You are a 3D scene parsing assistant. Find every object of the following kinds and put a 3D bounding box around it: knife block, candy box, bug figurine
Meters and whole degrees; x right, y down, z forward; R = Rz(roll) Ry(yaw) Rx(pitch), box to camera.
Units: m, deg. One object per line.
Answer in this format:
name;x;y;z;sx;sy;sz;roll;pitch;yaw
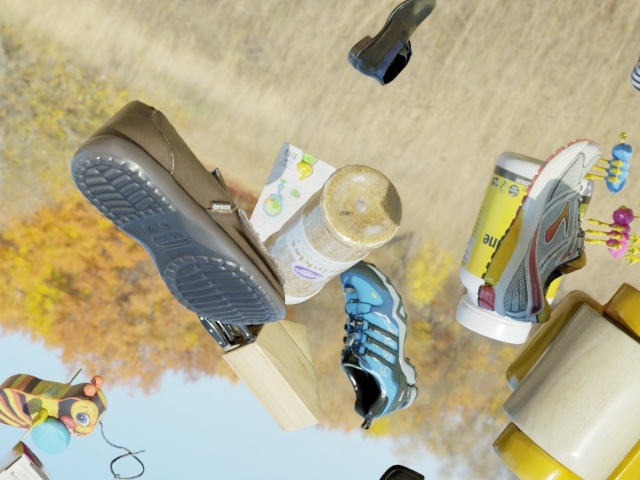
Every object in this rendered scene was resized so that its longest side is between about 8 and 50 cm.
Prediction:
knife block;-0.121;0.218;1.788;0.088;0.275;0.242;-24;156;33
candy box;-0.473;0.379;1.276;0.071;0.233;0.159;52;161;-8
bug figurine;0.542;-0.060;1.572;0.072;0.216;0.279;8;-170;-24

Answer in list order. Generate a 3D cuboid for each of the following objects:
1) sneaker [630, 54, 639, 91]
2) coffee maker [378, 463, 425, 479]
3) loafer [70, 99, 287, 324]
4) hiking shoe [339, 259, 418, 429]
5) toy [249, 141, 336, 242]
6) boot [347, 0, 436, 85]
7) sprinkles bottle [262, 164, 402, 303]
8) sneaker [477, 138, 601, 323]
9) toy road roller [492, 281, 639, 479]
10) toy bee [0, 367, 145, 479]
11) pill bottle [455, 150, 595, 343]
sneaker;0.622;-0.265;1.538;0.224;0.098;0.083;22;154;0
coffee maker;0.144;0.517;1.789;0.171;0.120;0.178;2;135;13
loafer;-0.135;-0.026;1.107;0.134;0.130;0.366;-4;142;26
hiking shoe;0.092;0.185;1.756;0.113;0.304;0.132;-14;-174;45
toy;-0.076;-0.070;1.943;0.137;0.237;0.056;26;179;-31
boot;0.168;-0.399;1.898;0.106;0.219;0.082;51;-176;37
sprinkles bottle;0.000;0.000;1.420;0.121;0.121;0.355;28;156;-10
sneaker;0.260;-0.008;1.056;0.093;0.225;0.088;25;173;17
toy road roller;0.287;0.150;1.002;0.330;0.202;0.240;30;-171;-44
toy bee;-0.448;0.294;1.705;0.299;0.162;0.195;11;-151;-14
pill bottle;0.374;0.015;1.788;0.188;0.333;0.188;16;-168;-3
